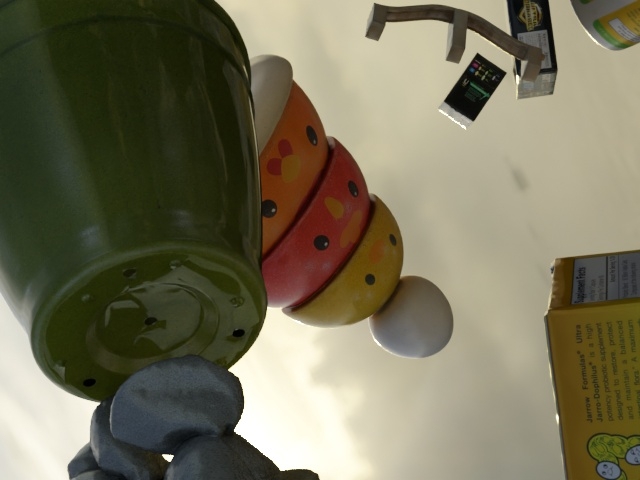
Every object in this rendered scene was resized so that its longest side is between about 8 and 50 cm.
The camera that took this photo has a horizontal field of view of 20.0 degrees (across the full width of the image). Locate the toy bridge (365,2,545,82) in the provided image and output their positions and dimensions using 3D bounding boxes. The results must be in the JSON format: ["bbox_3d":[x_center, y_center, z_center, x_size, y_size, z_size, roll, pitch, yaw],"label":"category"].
[{"bbox_3d":[0.141,-0.211,1.858,0.026,0.188,0.063,111,170,-45],"label":"toy bridge"}]

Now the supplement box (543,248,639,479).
[{"bbox_3d":[0.400,0.112,1.697,0.194,0.357,0.195,-56,-41,-73],"label":"supplement box"}]

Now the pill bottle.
[{"bbox_3d":[0.433,-0.335,2.196,0.136,0.246,0.136,24,-125,-40],"label":"pill bottle"}]

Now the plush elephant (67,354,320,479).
[{"bbox_3d":[-0.120,0.255,1.716,0.330,0.255,0.271,9,-116,-65],"label":"plush elephant"}]

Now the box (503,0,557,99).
[{"bbox_3d":[0.245,-0.268,2.151,0.220,0.051,0.175,28,-124,-83],"label":"box"}]

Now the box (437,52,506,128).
[{"bbox_3d":[0.205,-0.202,2.447,0.052,0.083,0.062,34,172,-1],"label":"box"}]

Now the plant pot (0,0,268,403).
[{"bbox_3d":[-0.210,-0.033,1.877,0.366,0.366,0.353,64,-175,-48],"label":"plant pot"}]

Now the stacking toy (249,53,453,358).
[{"bbox_3d":[0.000,0.000,2.518,0.480,0.350,0.350,35,-172,-18],"label":"stacking toy"}]
